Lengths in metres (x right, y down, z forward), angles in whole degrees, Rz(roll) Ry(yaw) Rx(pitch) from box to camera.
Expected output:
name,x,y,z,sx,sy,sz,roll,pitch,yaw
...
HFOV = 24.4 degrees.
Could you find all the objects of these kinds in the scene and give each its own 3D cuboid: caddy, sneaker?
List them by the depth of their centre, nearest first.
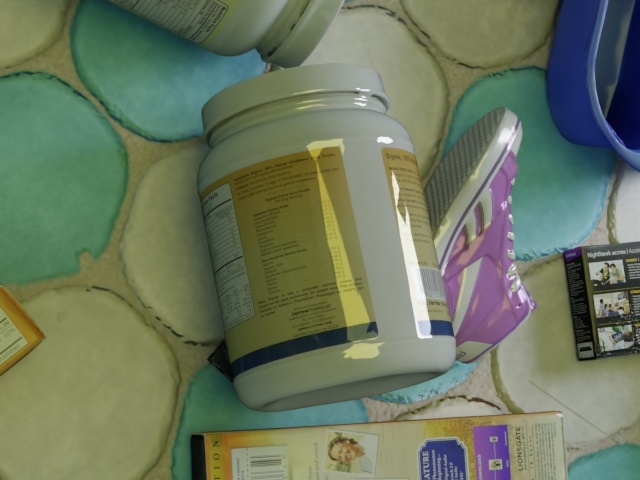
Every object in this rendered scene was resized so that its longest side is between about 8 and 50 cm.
name,x,y,z,sx,sy,sz,roll,pitch,yaw
sneaker,0.187,0.001,1.658,0.161,0.102,0.282,28,86,-18
caddy,0.407,-0.233,1.702,0.241,0.179,0.341,14,85,-18

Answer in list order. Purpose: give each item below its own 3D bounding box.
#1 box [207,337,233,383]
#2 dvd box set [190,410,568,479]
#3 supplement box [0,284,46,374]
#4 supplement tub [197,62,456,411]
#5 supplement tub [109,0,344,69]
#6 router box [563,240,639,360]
name,x,y,z,sx,sy,sz,roll,pitch,yaw
box,-0.070,0.118,1.586,0.067,0.018,0.083,45,71,-10
dvd box set,0.074,0.346,1.587,0.421,0.062,0.307,-2,84,-20
supplement box,-0.383,0.142,1.440,0.233,0.078,0.080,-37,93,-21
supplement tub,0.000,0.000,1.506,0.228,0.228,0.316,-7,78,-20
supplement tub,-0.130,-0.332,1.506,0.325,0.235,0.235,25,76,-15
router box,0.382,0.067,1.741,0.179,0.046,0.133,-5,84,-21
